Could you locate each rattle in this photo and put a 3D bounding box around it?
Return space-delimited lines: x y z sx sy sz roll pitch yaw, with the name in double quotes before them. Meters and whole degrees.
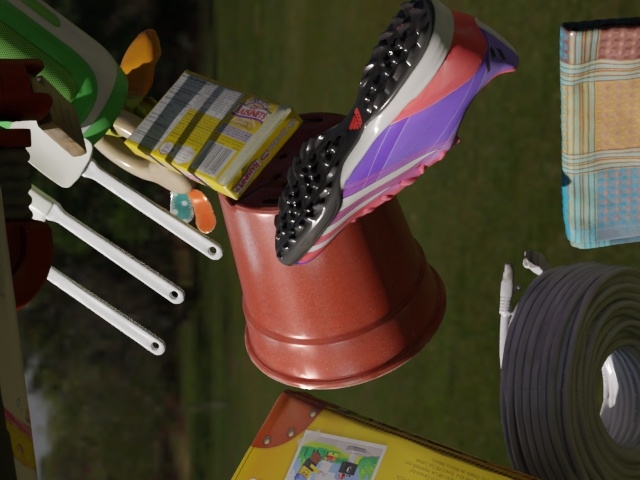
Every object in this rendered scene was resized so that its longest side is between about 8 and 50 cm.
"rattle" -0.175 -0.123 1.921 0.130 0.200 0.142 -31 30 49

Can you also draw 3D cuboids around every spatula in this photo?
"spatula" -0.224 -0.005 1.603 0.168 0.242 0.019 -57 -1 19

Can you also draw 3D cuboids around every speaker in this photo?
"speaker" -0.335 -0.204 1.624 0.131 0.296 0.131 -30 41 30

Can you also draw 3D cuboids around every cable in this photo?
"cable" 0.270 0.147 1.578 0.089 0.257 0.257 -6 74 42

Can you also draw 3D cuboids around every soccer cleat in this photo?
"soccer cleat" 0.062 -0.084 1.545 0.318 0.116 0.108 -55 30 31

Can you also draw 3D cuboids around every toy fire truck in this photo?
"toy fire truck" -0.256 -0.050 1.269 0.158 0.246 0.217 -2 93 51

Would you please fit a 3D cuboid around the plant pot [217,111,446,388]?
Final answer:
"plant pot" 0.000 0.000 2.067 0.272 0.272 0.265 -93 -12 -51

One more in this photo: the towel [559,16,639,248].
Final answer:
"towel" 0.443 -0.135 2.094 0.040 0.271 0.370 -89 -8 -45

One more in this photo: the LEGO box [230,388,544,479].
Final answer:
"LEGO box" 0.195 0.329 1.291 0.500 0.372 0.193 14 71 50

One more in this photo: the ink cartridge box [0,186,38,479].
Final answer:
"ink cartridge box" -0.290 0.122 0.960 0.131 0.226 0.306 23 -130 -57

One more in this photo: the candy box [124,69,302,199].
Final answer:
"candy box" -0.111 -0.109 1.649 0.206 0.105 0.027 25 160 52
